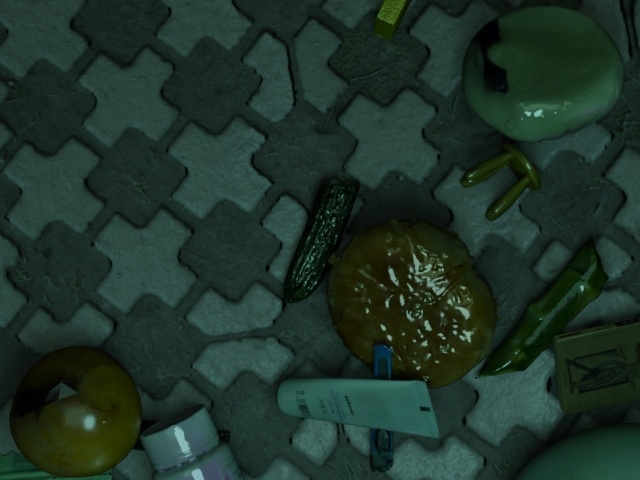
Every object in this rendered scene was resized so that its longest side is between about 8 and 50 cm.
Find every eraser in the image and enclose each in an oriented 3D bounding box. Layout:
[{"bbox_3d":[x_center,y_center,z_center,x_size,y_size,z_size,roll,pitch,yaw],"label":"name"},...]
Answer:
[{"bbox_3d":[0.148,-0.460,1.619,0.045,0.097,0.122,24,85,2],"label":"eraser"}]

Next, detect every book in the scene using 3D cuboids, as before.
[{"bbox_3d":[0.546,0.225,1.526,0.231,0.026,0.161,-12,109,1],"label":"book"}]

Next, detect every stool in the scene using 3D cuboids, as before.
[{"bbox_3d":[0.337,-0.110,1.564,0.110,0.134,0.135,-37,38,2],"label":"stool"}]

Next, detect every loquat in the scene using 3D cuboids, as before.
[{"bbox_3d":[-0.432,0.306,1.486,0.235,0.235,0.235,0,83,2],"label":"loquat"}]

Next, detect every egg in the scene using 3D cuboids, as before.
[{"bbox_3d":[0.497,0.452,1.407,0.389,0.276,0.276,-15,83,0],"label":"egg"}]

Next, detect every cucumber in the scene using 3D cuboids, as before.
[{"bbox_3d":[0.001,0.000,1.586,0.077,0.077,0.265,19,86,4],"label":"cucumber"}]

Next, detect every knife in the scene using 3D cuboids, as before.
[{"bbox_3d":[0.108,0.304,1.483,0.044,0.026,0.296,9,122,21],"label":"knife"}]

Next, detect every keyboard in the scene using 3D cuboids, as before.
[{"bbox_3d":[-0.270,0.377,1.577,0.196,0.018,0.060,7,81,3],"label":"keyboard"}]

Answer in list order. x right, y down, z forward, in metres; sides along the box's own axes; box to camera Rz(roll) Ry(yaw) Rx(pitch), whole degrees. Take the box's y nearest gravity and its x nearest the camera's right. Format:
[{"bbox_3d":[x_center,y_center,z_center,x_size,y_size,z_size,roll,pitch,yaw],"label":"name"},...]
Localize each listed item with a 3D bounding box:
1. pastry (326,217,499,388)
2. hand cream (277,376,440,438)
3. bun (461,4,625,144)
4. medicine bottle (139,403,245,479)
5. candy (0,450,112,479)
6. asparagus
[{"bbox_3d":[0.165,0.105,1.505,0.284,0.184,0.315,-44,87,17],"label":"pastry"},{"bbox_3d":[0.056,0.286,1.468,0.321,0.067,0.109,-2,111,38],"label":"hand cream"},{"bbox_3d":[0.405,-0.286,1.551,0.293,0.187,0.293,-3,60,5],"label":"bun"},{"bbox_3d":[-0.213,0.432,1.487,0.152,0.152,0.254,-23,90,-1],"label":"medicine bottle"},{"bbox_3d":[-0.512,0.574,1.512,0.263,0.172,0.397,2,63,-8],"label":"candy"},{"bbox_3d":[0.419,0.143,1.546,0.085,0.082,0.343,40,87,2],"label":"asparagus"}]
